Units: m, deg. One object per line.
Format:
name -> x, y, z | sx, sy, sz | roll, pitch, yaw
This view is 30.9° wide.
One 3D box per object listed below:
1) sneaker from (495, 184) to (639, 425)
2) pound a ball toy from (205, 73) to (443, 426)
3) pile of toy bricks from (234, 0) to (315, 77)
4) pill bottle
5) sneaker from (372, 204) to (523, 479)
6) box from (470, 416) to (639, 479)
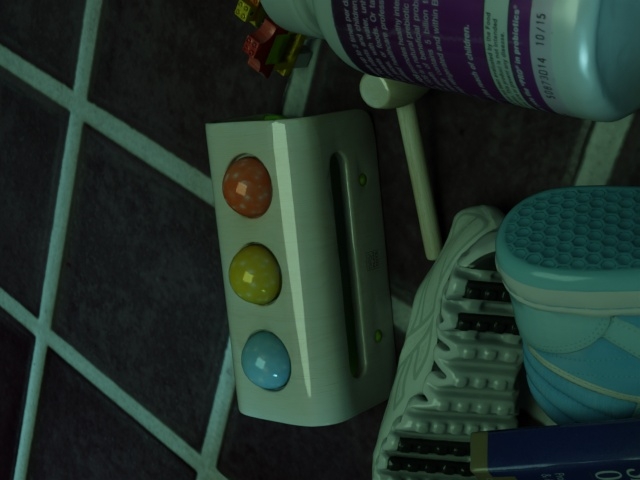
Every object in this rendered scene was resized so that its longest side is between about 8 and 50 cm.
sneaker -> 0.288, 0.071, 0.811 | 0.319, 0.127, 0.208 | 7, 133, 21
pound a ball toy -> 0.000, 0.000, 1.022 | 0.208, 0.136, 0.319 | 3, 104, 41
pile of toy bricks -> -0.041, -0.255, 1.012 | 0.118, 0.105, 0.212 | 42, 125, 26
pill bottle -> 0.101, -0.195, 0.854 | 0.301, 0.169, 0.169 | 17, 112, 36
sneaker -> 0.112, 0.105, 0.972 | 0.118, 0.110, 0.292 | -107, 32, -59
box -> 0.234, 0.167, 0.822 | 0.225, 0.136, 0.036 | -11, 53, 24
